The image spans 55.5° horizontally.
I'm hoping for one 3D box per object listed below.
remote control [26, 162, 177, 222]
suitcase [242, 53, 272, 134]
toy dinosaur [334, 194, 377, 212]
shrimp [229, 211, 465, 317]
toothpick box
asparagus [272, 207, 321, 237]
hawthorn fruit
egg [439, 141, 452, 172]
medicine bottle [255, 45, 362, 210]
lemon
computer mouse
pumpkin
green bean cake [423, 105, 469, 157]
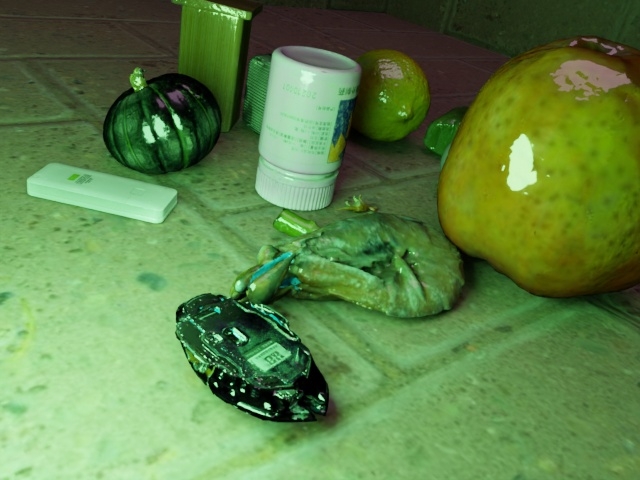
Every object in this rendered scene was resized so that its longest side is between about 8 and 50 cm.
[{"bbox_3d":[-0.393,-0.089,1.106,0.250,0.034,0.103,13,29,0],"label":"remote control"},{"bbox_3d":[-0.061,-0.327,1.486,0.128,0.202,0.312,-15,39,-40],"label":"suitcase"},{"bbox_3d":[0.070,-0.074,1.260,0.113,0.026,0.041,2,46,-35],"label":"toy dinosaur"},{"bbox_3d":[0.060,0.051,0.974,0.446,0.110,0.221,-9,51,-35],"label":"shrimp"},{"bbox_3d":[-0.267,-0.447,1.513,0.190,0.308,0.187,12,29,-2],"label":"toothpick box"},{"bbox_3d":[0.000,0.000,1.095,0.178,0.041,0.045,29,65,3],"label":"asparagus"},{"bbox_3d":[0.448,-0.135,1.103,0.472,0.471,0.471,9,29,-5],"label":"hawthorn fruit"},{"bbox_3d":[0.353,-0.173,1.425,0.146,0.146,0.198,20,40,14],"label":"egg"},{"bbox_3d":[-0.030,-0.223,1.216,0.178,0.290,0.178,9,29,-5],"label":"medicine bottle"},{"bbox_3d":[0.173,-0.394,1.656,0.267,0.267,0.267,9,29,-5],"label":"lemon"},{"bbox_3d":[-0.090,0.149,0.751,0.242,0.077,0.146,34,35,28],"label":"computer mouse"},{"bbox_3d":[-0.329,-0.249,1.244,0.250,0.216,0.250,-21,23,9],"label":"pumpkin"},{"bbox_3d":[0.422,-0.285,1.681,0.222,0.125,0.248,30,31,32],"label":"green bean cake"}]
